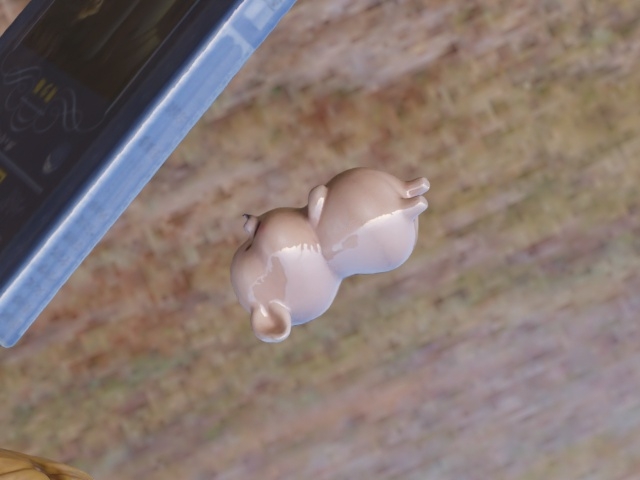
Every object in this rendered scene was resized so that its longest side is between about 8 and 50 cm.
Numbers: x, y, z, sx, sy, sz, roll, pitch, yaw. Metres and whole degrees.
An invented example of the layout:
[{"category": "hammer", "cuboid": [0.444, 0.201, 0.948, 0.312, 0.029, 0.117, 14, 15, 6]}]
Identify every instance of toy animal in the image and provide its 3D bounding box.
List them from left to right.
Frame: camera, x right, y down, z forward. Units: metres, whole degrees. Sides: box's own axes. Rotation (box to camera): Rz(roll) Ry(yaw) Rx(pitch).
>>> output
[{"category": "toy animal", "cuboid": [0.004, 0.006, 1.125, 0.150, 0.089, 0.083, -36, 157, 22]}]

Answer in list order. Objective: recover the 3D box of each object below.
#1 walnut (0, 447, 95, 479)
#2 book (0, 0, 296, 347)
[{"category": "walnut", "cuboid": [-0.186, 0.220, 0.989, 0.195, 0.195, 0.222, -6, 127, -60]}, {"category": "book", "cuboid": [-0.073, -0.094, 0.753, 0.269, 0.025, 0.191, -51, -151, -3]}]
